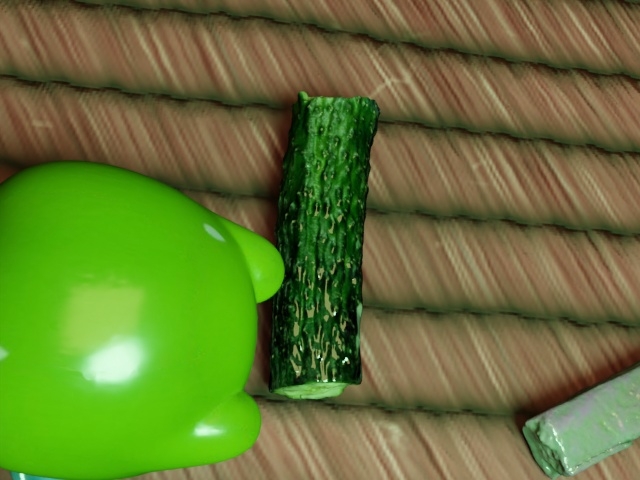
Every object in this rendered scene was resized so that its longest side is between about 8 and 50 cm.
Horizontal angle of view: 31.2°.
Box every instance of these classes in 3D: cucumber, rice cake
[{"bbox_3d":[-0.001,0.000,0.653,0.058,0.058,0.187,10,63,-10],"label":"cucumber"},{"bbox_3d":[0.209,0.081,0.683,0.207,0.036,0.047,-23,87,-23],"label":"rice cake"}]

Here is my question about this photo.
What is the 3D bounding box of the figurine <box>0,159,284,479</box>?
[{"bbox_3d":[-0.153,0.037,0.556,0.263,0.143,0.162,8,58,0],"label":"figurine"}]
